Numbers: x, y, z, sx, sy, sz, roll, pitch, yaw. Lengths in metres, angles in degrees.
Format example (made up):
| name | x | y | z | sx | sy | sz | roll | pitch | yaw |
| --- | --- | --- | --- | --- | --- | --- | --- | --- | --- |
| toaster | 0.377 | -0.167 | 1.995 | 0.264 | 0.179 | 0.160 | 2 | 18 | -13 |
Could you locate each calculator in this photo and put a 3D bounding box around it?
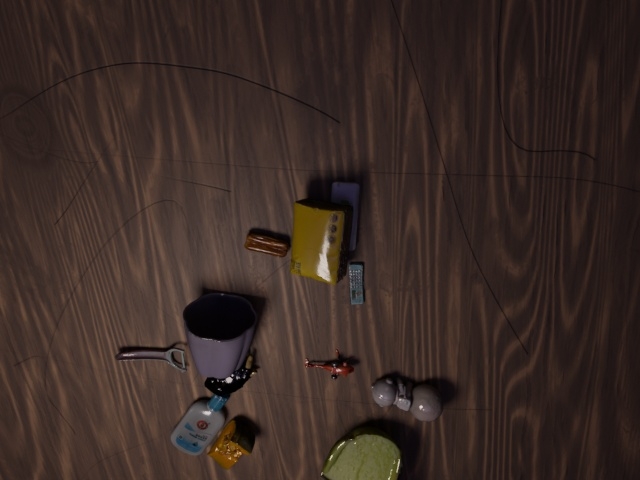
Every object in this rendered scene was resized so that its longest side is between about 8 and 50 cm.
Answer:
| name | x | y | z | sx | sy | sz | roll | pitch | yaw |
| --- | --- | --- | --- | --- | --- | --- | --- | --- | --- |
| calculator | 0.137 | 0.166 | 1.587 | 0.057 | 0.018 | 0.172 | -2 | 109 | 3 |

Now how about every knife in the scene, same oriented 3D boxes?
| name | x | y | z | sx | sy | sz | roll | pitch | yaw |
| --- | --- | --- | --- | --- | --- | --- | --- | --- | --- |
| knife | -0.675 | 0.473 | 1.685 | 0.278 | 0.053 | 0.123 | 4 | 113 | 1 |

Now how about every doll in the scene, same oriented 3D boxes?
| name | x | y | z | sx | sy | sz | roll | pitch | yaw |
| --- | --- | --- | --- | --- | --- | --- | --- | --- | --- |
| doll | 0.338 | 0.628 | 1.671 | 0.287 | 0.151 | 0.151 | 14 | 108 | 0 |

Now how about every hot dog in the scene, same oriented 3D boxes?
| name | x | y | z | sx | sy | sz | roll | pitch | yaw |
| --- | --- | --- | --- | --- | --- | --- | --- | --- | --- |
| hot dog | -0.194 | 0.017 | 1.530 | 0.165 | 0.045 | 0.071 | 13 | 106 | -3 |

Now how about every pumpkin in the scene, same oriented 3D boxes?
| name | x | y | z | sx | sy | sz | roll | pitch | yaw |
| --- | --- | --- | --- | --- | --- | --- | --- | --- | --- |
| pumpkin | -0.368 | 0.858 | 1.778 | 0.131 | 0.126 | 0.248 | 36 | 124 | -18 |

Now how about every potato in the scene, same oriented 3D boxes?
| name | x | y | z | sx | sy | sz | roll | pitch | yaw |
| --- | --- | --- | --- | --- | --- | --- | --- | --- | --- |
| potato | 0.196 | 0.906 | 1.752 | 0.330 | 0.213 | 0.280 | 30 | 88 | 2 |

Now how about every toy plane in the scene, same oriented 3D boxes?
| name | x | y | z | sx | sy | sz | roll | pitch | yaw |
| --- | --- | --- | --- | --- | --- | --- | --- | --- | --- |
| toy plane | 0.036 | 0.496 | 1.672 | 0.194 | 0.077 | 0.126 | 22 | 99 | 4 |

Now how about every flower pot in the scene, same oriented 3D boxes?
| name | x | y | z | sx | sy | sz | roll | pitch | yaw |
| --- | --- | --- | --- | --- | --- | --- | --- | --- | --- |
| flower pot | -0.378 | 0.366 | 1.551 | 0.265 | 0.265 | 0.243 | 11 | 118 | -2 |

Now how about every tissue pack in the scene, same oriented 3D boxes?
| name | x | y | z | sx | sy | sz | roll | pitch | yaw |
| --- | --- | --- | --- | --- | --- | --- | --- | --- | --- |
| tissue pack | 0.000 | 0.000 | 1.448 | 0.192 | 0.134 | 0.271 | 11 | 110 | 20 |

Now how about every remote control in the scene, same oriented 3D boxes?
| name | x | y | z | sx | sy | sz | roll | pitch | yaw |
| --- | --- | --- | --- | --- | --- | --- | --- | --- | --- |
| remote control | 0.083 | -0.085 | 1.496 | 0.103 | 0.034 | 0.250 | 2 | 109 | 1 |

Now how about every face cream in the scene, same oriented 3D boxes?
| name | x | y | z | sx | sy | sz | roll | pitch | yaw |
| --- | --- | --- | --- | --- | --- | --- | --- | --- | --- |
| face cream | -0.487 | 0.753 | 1.758 | 0.163 | 0.080 | 0.337 | 34 | 106 | -9 |

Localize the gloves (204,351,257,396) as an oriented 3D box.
| name | x | y | z | sx | sy | sz | roll | pitch | yaw |
| --- | --- | --- | --- | --- | --- | --- | --- | --- | --- |
| gloves | -0.344 | 0.525 | 1.670 | 0.164 | 0.124 | 0.203 | 30 | 115 | -27 |
